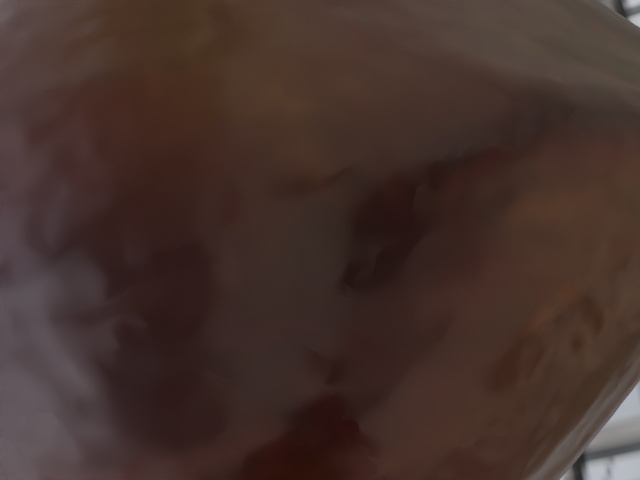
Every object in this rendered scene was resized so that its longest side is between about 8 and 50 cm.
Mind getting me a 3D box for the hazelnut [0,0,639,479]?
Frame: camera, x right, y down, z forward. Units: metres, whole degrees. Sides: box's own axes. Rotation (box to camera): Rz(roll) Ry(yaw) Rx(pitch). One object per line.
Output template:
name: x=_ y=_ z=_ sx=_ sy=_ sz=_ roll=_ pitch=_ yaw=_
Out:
hazelnut: x=0.000 y=0.000 z=0.413 sx=0.208 sy=0.208 sz=0.208 roll=35 pitch=-133 yaw=-48
